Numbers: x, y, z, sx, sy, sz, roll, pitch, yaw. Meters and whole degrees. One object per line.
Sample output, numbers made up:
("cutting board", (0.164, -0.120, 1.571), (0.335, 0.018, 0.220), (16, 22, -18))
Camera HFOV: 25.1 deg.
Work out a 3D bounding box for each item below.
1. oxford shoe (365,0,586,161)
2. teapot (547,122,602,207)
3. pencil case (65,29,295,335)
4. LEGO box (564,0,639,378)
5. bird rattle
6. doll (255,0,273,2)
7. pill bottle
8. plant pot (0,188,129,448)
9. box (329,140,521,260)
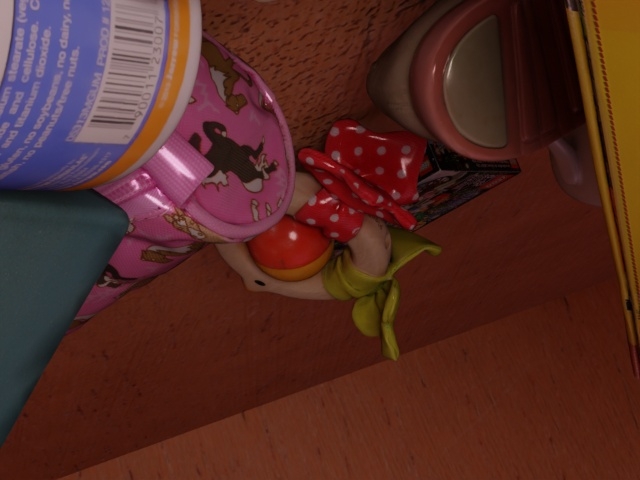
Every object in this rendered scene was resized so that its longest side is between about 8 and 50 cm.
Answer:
("oxford shoe", (0.210, -0.179, 1.012), (0.397, 0.140, 0.146), (-21, -161, -20))
("teapot", (0.299, -0.129, 1.166), (0.252, 0.187, 0.256), (2, -166, 21))
("pencil case", (-0.191, 0.001, 0.955), (0.386, 0.167, 0.160), (-31, 141, 33))
("LEGO box", (0.343, -0.070, 0.732), (0.372, 0.193, 0.500), (11, 155, 22))
("bird rattle", (0.000, 0.000, 1.268), (0.207, 0.143, 0.253), (0, 152, 16))
("doll", (-0.001, -0.191, 0.724), (0.129, 0.046, 0.189), (-10, 159, -8))
("pill bottle", (-0.188, -0.096, 0.585), (0.152, 0.152, 0.272), (-30, 164, 33))
("plant pot", (-0.245, 0.007, 0.718), (0.165, 0.165, 0.234), (-59, 163, 6))
("box", (0.065, -0.037, 1.442), (0.233, 0.044, 0.159), (-30, 164, 33))
